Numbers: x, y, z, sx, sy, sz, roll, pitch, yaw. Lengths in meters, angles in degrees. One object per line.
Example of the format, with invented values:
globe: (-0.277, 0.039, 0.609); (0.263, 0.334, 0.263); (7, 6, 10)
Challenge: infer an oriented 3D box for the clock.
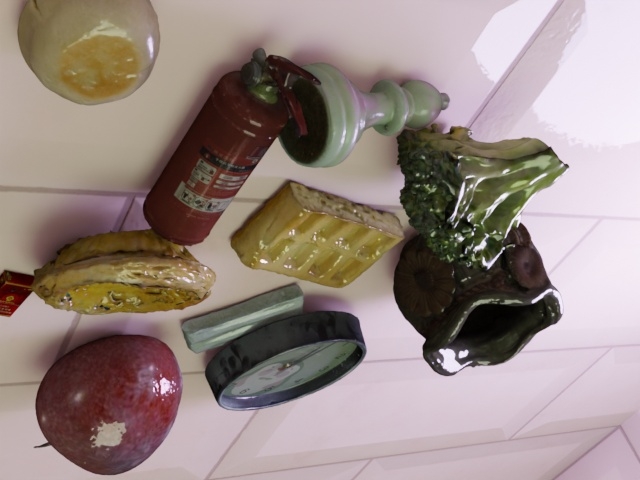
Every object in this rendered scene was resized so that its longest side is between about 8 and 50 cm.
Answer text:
clock: (-0.062, 0.237, 1.799); (0.318, 0.066, 0.319); (-18, 154, -9)

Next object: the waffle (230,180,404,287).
waffle: (0.000, 0.000, 1.544); (0.274, 0.057, 0.168); (16, 131, -45)

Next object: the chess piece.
chess piece: (0.080, -0.181, 1.294); (0.271, 0.139, 0.139); (-11, 147, -36)

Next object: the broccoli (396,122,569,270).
broccoli: (0.236, -0.095, 1.411); (0.245, 0.248, 0.288); (-34, -170, 4)

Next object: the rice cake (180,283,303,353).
rice cake: (-0.137, 0.143, 1.679); (0.226, 0.040, 0.085); (-19, 147, -8)

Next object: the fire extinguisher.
fire extinguisher: (-0.111, -0.119, 1.226); (0.106, 0.147, 0.337); (-8, 147, -45)

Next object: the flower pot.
flower pot: (0.277, 0.088, 1.697); (0.301, 0.213, 0.302); (-16, 147, -11)

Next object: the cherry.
cherry: (-0.364, 0.286, 1.591); (0.285, 0.213, 0.236); (-33, 156, -2)

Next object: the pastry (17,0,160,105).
pastry: (-0.257, -0.224, 1.043); (0.156, 0.092, 0.156); (-13, 138, -12)

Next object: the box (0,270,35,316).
box: (-0.471, 0.081, 1.403); (0.051, 0.023, 0.082); (16, 131, -46)

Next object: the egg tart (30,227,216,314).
egg tart: (-0.280, 0.040, 1.363); (0.290, 0.107, 0.291); (-3, 167, -1)
